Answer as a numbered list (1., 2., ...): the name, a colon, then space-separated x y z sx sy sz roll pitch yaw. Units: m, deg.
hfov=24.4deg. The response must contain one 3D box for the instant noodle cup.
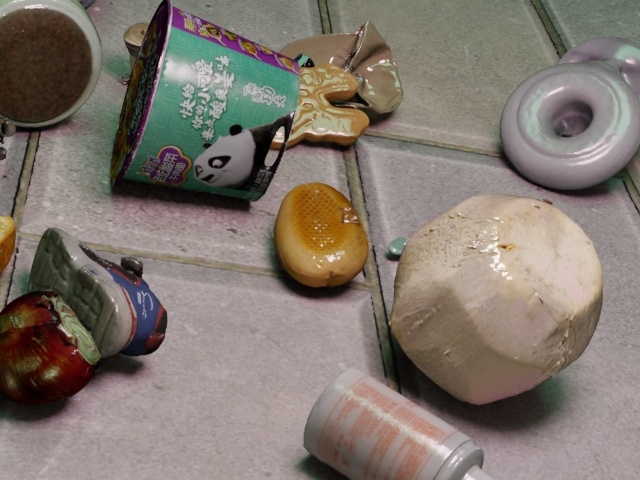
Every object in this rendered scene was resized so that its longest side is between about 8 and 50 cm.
1. instant noodle cup: -0.145 -0.165 1.908 0.190 0.251 0.251 16 28 -16

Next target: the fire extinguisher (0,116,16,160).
1. fire extinguisher: -0.502 -0.108 1.785 0.147 0.106 0.337 5 17 40

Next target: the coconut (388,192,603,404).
1. coconut: 0.187 0.070 1.658 0.227 0.230 0.227 19 51 -26

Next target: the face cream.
1. face cream: 0.108 0.227 1.458 0.251 0.101 0.101 29 33 25

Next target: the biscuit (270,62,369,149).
1. biscuit: -0.052 -0.194 2.134 0.236 0.040 0.144 -4 52 -16

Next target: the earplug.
1. earplug: 0.408 -0.188 2.263 0.214 0.175 0.325 22 39 25

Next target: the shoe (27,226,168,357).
1. shoe: -0.231 0.057 1.607 0.125 0.099 0.227 6 20 -36

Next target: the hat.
1. hat: 0.022 -0.234 2.271 0.173 0.144 0.166 -16 51 27

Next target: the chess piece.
1. chess piece: -0.434 -0.289 2.054 0.194 0.195 0.299 -2 24 -27

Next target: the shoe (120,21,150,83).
1. shoe: -0.206 -0.250 2.165 0.180 0.092 0.089 13 33 -9

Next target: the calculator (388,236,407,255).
1. calculator: 0.159 0.033 1.897 0.153 0.021 0.095 20 30 10

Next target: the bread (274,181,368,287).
1. bread: 0.000 0.000 1.832 0.114 0.077 0.189 -10 33 -1

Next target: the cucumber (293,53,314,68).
1. cucumber: -0.059 -0.223 2.190 0.032 0.032 0.133 28 63 23

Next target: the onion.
1. onion: -0.284 0.110 1.481 0.118 0.119 0.117 2 29 -21

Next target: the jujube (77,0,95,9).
1. jujube: -0.432 -0.470 2.331 0.226 0.226 0.317 11 35 -5

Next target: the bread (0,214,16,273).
1. bread: -0.409 0.019 1.636 0.103 0.065 0.187 25 32 8
